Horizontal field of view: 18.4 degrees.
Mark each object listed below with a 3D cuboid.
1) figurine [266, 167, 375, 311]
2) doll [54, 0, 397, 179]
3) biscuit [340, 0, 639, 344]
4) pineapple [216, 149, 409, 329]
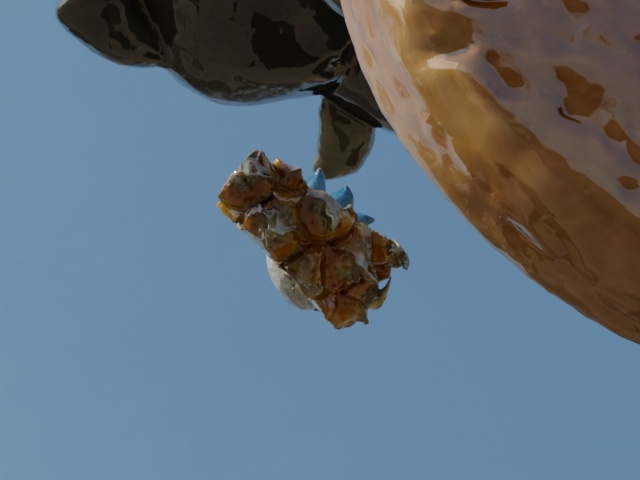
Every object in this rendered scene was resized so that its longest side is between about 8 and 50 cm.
[{"bbox_3d":[0.000,0.000,1.432,0.079,0.114,0.114,2,-54,-27],"label":"figurine"},{"bbox_3d":[0.018,-0.211,1.503,0.382,0.252,0.379,17,-18,-21],"label":"doll"},{"bbox_3d":[0.176,-0.148,0.720,0.350,0.455,0.078,30,-34,-3],"label":"biscuit"},{"bbox_3d":[-0.013,-0.011,1.249,0.069,0.116,0.137,-46,-60,-3],"label":"pineapple"}]
